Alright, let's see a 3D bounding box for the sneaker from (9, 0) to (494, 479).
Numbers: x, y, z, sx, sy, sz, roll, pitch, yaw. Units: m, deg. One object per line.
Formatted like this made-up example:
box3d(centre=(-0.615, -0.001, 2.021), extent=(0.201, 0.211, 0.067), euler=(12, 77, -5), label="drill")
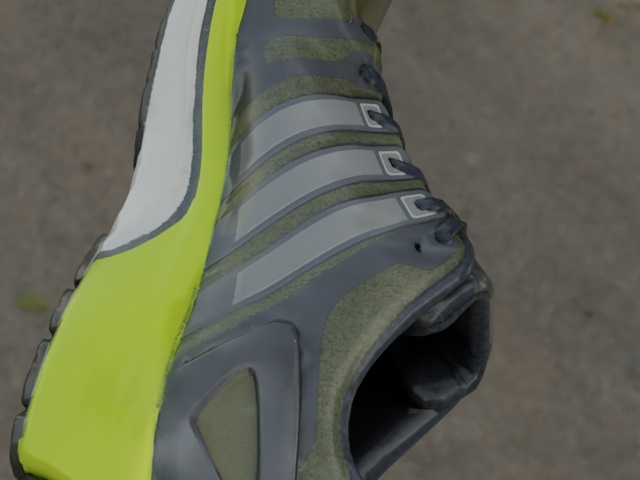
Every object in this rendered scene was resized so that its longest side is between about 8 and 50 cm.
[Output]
box3d(centre=(0.000, 0.000, 0.625), extent=(0.121, 0.111, 0.300), euler=(8, 55, 10), label="sneaker")
